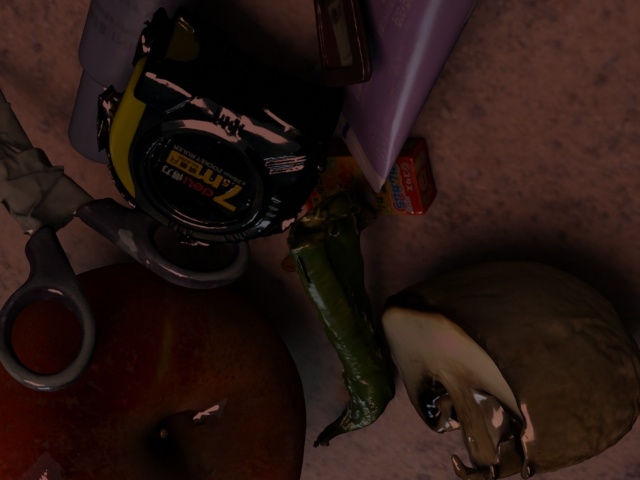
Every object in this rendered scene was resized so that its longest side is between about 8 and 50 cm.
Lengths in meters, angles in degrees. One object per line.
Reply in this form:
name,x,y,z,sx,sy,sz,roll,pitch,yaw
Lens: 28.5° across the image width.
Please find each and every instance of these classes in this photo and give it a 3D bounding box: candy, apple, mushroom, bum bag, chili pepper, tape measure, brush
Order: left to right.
apple,-0.192,0.191,1.246,0.348,0.348,0.277,51,157,-13
tape measure,-0.094,-0.090,1.087,0.199,0.112,0.186,28,133,-6
brush,0.000,0.000,1.192,0.043,0.014,0.170,24,152,-15
bum bag,0.013,-0.201,0.991,0.109,0.026,0.159,-166,66,-72
chili pepper,0.024,0.096,1.200,0.076,0.085,0.359,29,149,28
candy,0.039,-0.057,1.143,0.122,0.038,0.062,2,124,27
mushroom,0.175,0.100,1.108,0.189,0.164,0.267,65,165,5

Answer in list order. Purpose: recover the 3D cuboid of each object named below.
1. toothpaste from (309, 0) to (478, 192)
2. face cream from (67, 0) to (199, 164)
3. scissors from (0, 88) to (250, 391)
toothpaste,0.066,-0.179,0.962,0.125,0.080,0.371,58,149,18
face cream,-0.145,-0.230,1.086,0.135,0.086,0.385,41,131,19
scissors,-0.264,-0.052,1.181,0.383,0.256,0.029,47,151,21
